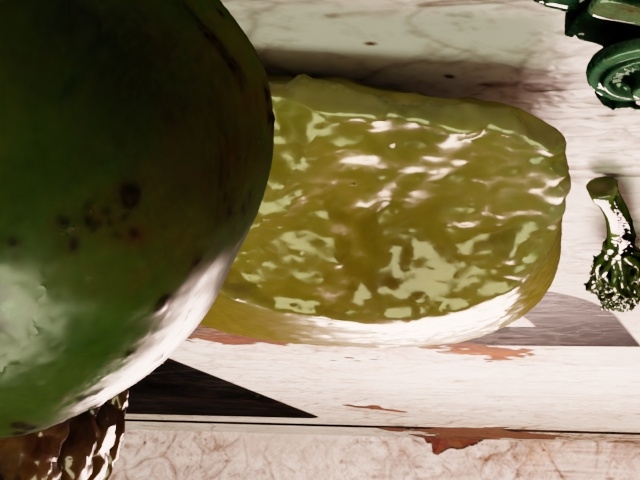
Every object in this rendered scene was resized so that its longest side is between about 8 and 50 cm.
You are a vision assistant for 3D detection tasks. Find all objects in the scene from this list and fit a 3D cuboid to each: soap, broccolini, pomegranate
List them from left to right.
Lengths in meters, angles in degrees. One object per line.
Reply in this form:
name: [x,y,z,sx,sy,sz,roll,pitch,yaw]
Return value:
pomegranate: [-0.130,-0.051,0.671,0.236,0.236,0.302,2,-162,6]
soap: [0.000,0.003,1.014,0.306,0.115,0.427,0,167,3]
broccolini: [0.207,0.004,1.122,0.054,0.051,0.239,10,167,16]

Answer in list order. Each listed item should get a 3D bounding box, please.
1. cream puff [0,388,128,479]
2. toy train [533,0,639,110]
cream puff: [-0.238,0.086,0.989,0.231,0.343,0.327,-14,-155,-13]
toy train: [0.188,-0.100,0.606,0.200,0.083,0.132,7,156,-14]
